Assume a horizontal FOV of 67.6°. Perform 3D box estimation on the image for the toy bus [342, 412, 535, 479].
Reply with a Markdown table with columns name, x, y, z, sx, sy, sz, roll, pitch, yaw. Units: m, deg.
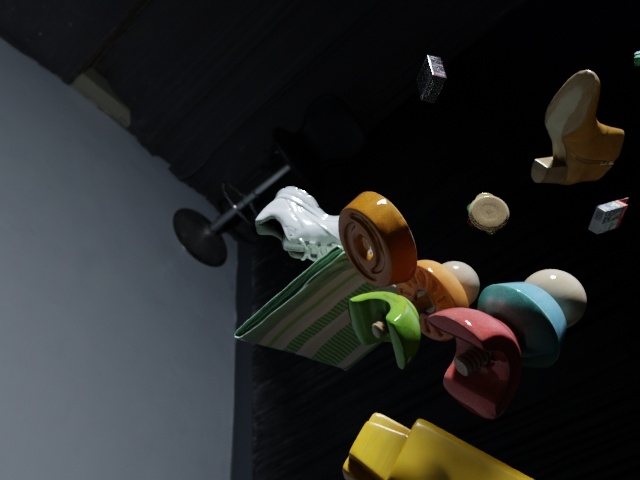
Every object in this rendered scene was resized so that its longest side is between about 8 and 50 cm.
| name | x | y | z | sx | sy | sz | roll | pitch | yaw |
| --- | --- | --- | --- | --- | --- | --- | --- | --- | --- |
| toy bus | 0.193 | 0.342 | 0.621 | 0.108 | 0.333 | 0.130 | -51 | 151 | -31 |

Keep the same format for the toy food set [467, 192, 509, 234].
| name | x | y | z | sx | sy | sz | roll | pitch | yaw |
| --- | --- | --- | --- | --- | --- | --- | --- | --- | --- |
| toy food set | 0.346 | -0.055 | 0.988 | 0.083 | 0.082 | 0.020 | 39 | -10 | 19 |

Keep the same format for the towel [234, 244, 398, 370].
| name | x | y | z | sx | sy | sz | roll | pitch | yaw |
| --- | --- | --- | --- | --- | --- | --- | --- | --- | --- |
| towel | 0.041 | 0.140 | 0.871 | 0.325 | 0.248 | 0.038 | 32 | 22 | -49 |

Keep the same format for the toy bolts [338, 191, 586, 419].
| name | x | y | z | sx | sy | sz | roll | pitch | yaw |
| --- | --- | --- | --- | --- | --- | --- | --- | --- | --- |
| toy bolts | 0.145 | 0.040 | 0.496 | 0.228 | 0.158 | 0.218 | 27 | -43 | 55 |

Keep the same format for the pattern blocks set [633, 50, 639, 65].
| name | x | y | z | sx | sy | sz | roll | pitch | yaw |
| --- | --- | --- | --- | --- | --- | --- | --- | --- | --- |
| pattern blocks set | 0.769 | -0.388 | 0.885 | 0.285 | 0.325 | 0.026 | -38 | 115 | -55 |

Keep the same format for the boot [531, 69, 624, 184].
| name | x | y | z | sx | sy | sz | roll | pitch | yaw |
| --- | --- | --- | --- | --- | --- | --- | --- | --- | --- |
| boot | 0.643 | -0.264 | 1.140 | 0.211 | 0.295 | 0.104 | -9 | 43 | -17 |

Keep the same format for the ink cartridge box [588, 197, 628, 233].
| name | x | y | z | sx | sy | sz | roll | pitch | yaw |
| --- | --- | --- | --- | --- | --- | --- | --- | --- | --- |
| ink cartridge box | 0.691 | -0.059 | 1.128 | 0.115 | 0.063 | 0.029 | -14 | 36 | -23 |

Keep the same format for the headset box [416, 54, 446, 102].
| name | x | y | z | sx | sy | sz | roll | pitch | yaw |
| --- | --- | --- | --- | --- | --- | --- | --- | --- | --- |
| headset box | 0.228 | -0.329 | 0.982 | 0.032 | 0.062 | 0.083 | 8 | 51 | -9 |

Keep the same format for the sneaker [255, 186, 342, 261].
| name | x | y | z | sx | sy | sz | roll | pitch | yaw |
| --- | --- | --- | --- | --- | --- | --- | --- | --- | --- |
| sneaker | 0.000 | 0.000 | 0.950 | 0.297 | 0.111 | 0.129 | 24 | 47 | 27 |
